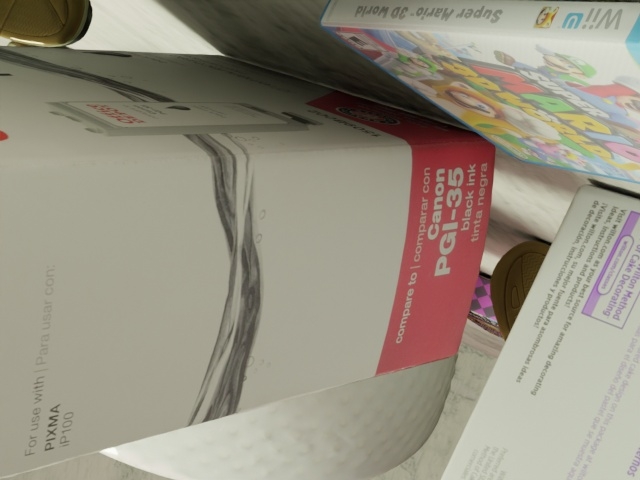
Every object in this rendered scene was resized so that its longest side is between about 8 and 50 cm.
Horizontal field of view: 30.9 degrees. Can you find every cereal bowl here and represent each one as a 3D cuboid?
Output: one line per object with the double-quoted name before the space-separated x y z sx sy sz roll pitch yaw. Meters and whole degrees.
"cereal bowl" -0.057 0.014 0.802 0.339 0.141 0.339 14 -157 -6

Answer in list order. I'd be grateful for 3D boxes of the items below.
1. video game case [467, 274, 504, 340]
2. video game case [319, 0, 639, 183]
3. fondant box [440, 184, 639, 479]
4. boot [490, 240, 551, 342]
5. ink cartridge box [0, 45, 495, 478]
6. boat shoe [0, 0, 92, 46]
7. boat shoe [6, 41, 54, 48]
"video game case" 0.256 0.106 1.135 0.232 0.042 0.210 23 175 38
"video game case" 0.087 -0.047 0.393 0.119 0.015 0.166 29 175 -33
"fondant box" 0.203 0.139 0.443 0.330 0.238 0.096 23 175 43
"boot" 0.212 0.084 0.803 0.213 0.077 0.165 49 -158 11
"ink cartridge box" -0.091 -0.011 0.510 0.207 0.117 0.283 23 -160 39
"boat shoe" -0.178 -0.143 0.615 0.152 0.056 0.049 29 -172 18
"boat shoe" -0.254 -0.122 1.069 0.104 0.089 0.285 27 177 -21
